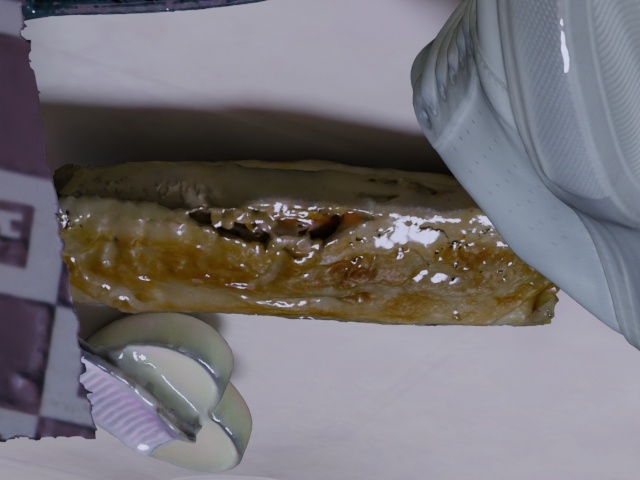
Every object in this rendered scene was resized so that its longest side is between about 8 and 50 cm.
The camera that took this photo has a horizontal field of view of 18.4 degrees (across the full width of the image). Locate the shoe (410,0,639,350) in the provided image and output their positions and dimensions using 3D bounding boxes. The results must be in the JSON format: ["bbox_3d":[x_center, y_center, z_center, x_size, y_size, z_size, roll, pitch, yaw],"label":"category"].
[{"bbox_3d":[0.100,-0.071,0.764,0.160,0.132,0.363,37,170,29],"label":"shoe"}]

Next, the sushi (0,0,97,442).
[{"bbox_3d":[-0.275,-0.058,0.850,0.339,0.069,0.320,-1,123,7],"label":"sushi"}]

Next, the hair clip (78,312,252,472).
[{"bbox_3d":[-0.138,0.079,1.144,0.218,0.071,0.159,31,145,-29],"label":"hair clip"}]

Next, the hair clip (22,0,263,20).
[{"bbox_3d":[-0.044,-0.119,0.810,0.229,0.039,0.070,-3,145,6],"label":"hair clip"}]

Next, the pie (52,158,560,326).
[{"bbox_3d":[0.000,0.000,0.975,0.282,0.068,0.128,5,153,-2],"label":"pie"}]
